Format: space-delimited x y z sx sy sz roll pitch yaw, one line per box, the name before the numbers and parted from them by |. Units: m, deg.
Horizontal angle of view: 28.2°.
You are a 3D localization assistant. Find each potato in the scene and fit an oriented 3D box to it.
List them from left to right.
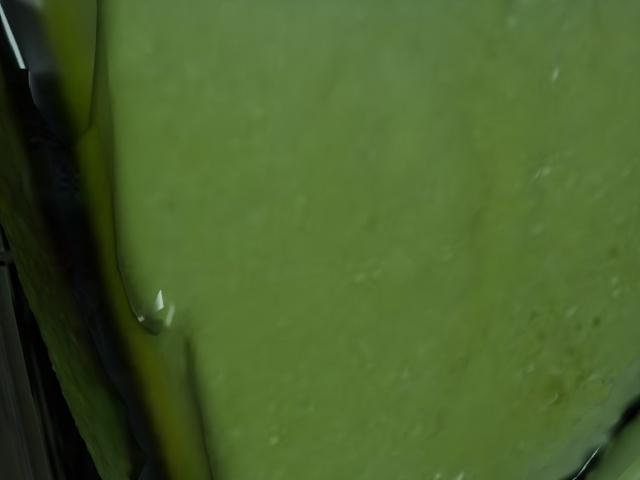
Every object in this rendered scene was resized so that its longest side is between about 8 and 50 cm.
potato | 0.000 0.000 0.517 0.330 0.213 0.280 -7 108 -28
